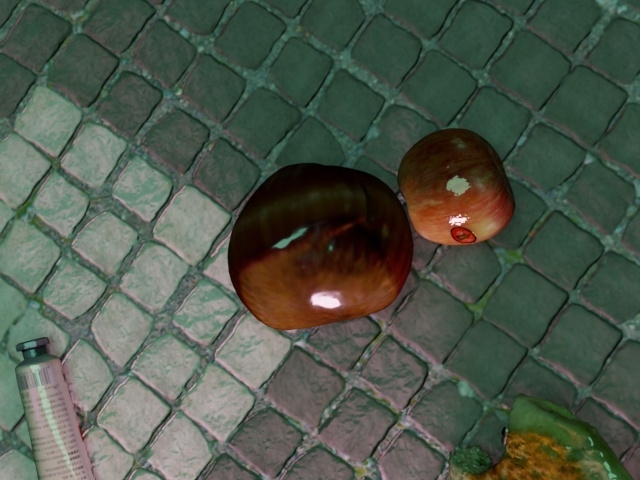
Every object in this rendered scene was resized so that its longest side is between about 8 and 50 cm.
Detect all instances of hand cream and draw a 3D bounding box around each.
[{"bbox_3d":[-0.349,0.265,1.697,0.095,0.059,0.276,-14,89,8],"label":"hand cream"}]

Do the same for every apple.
[{"bbox_3d":[0.162,-0.065,1.576,0.131,0.146,0.146,-23,83,14],"label":"apple"}]

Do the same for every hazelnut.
[{"bbox_3d":[0.000,0.000,1.581,0.229,0.229,0.229,-1,86,11],"label":"hazelnut"}]

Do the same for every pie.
[{"bbox_3d":[0.269,0.331,1.499,0.302,0.067,0.302,11,106,43],"label":"pie"}]
